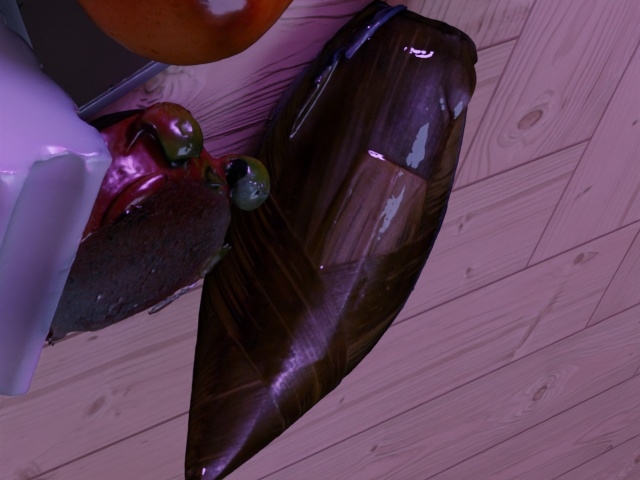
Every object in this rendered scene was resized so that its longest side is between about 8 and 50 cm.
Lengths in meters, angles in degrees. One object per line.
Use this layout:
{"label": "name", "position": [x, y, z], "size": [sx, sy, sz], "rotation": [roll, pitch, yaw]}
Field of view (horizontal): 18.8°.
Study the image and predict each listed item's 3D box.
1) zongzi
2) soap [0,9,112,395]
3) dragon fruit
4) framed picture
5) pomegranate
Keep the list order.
{"label": "zongzi", "position": [0.000, 0.000, 1.842], "size": [0.403, 0.207, 0.432], "rotation": [-64, 179, 32]}
{"label": "soap", "position": [-0.303, -0.005, 1.560], "size": [0.115, 0.208, 0.347], "rotation": [-16, 145, -38]}
{"label": "dragon fruit", "position": [-0.191, -0.019, 1.776], "size": [0.295, 0.130, 0.268], "rotation": [-27, 151, -27]}
{"label": "framed picture", "position": [-0.138, -0.231, 1.645], "size": [0.296, 0.019, 0.232], "rotation": [-34, 150, -15]}
{"label": "pomegranate", "position": [-0.102, -0.233, 1.467], "size": [0.209, 0.209, 0.209], "rotation": [-32, 152, -19]}
